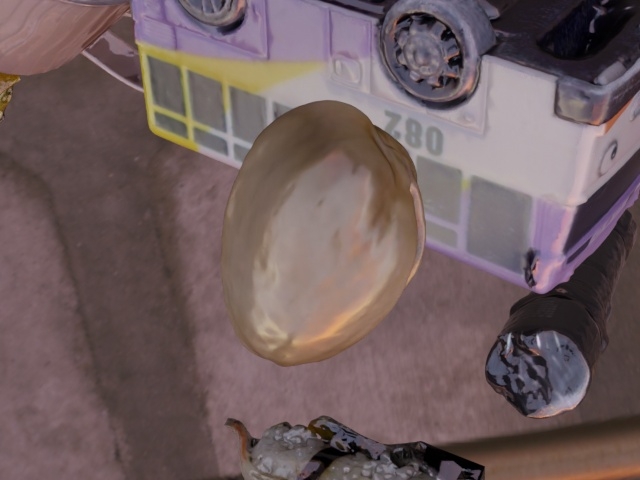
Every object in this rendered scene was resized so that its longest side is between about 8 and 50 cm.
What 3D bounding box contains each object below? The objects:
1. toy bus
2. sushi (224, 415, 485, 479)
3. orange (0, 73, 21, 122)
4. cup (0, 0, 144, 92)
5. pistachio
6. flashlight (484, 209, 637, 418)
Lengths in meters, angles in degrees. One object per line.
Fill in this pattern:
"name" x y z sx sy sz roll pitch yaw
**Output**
"toy bus" 0.068 -0.140 0.983 0.439 0.209 0.249 23 134 28
"sushi" 0.006 0.238 1.103 0.272 0.109 0.134 17 134 20
"orange" -0.419 -0.196 1.362 0.170 0.112 0.160 6 73 44
"cup" -0.253 -0.290 1.216 0.288 0.273 0.208 13 74 -25
"pistachio" 0.000 0.000 0.647 0.113 0.113 0.149 28 110 -1
"flashlight" 0.268 0.051 1.258 0.103 0.424 0.103 8 113 19
